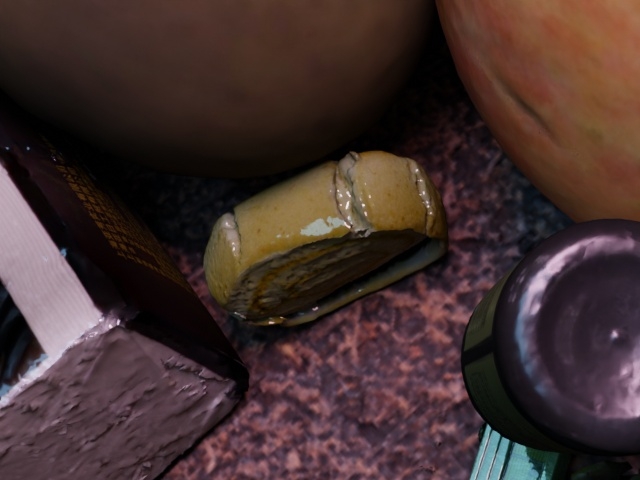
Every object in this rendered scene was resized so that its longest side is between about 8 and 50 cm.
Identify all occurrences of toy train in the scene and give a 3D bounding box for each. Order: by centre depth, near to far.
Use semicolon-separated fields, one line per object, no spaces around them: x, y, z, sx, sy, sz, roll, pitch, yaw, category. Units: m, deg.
0.112;0.143;0.904;0.056;0.038;0.093;15;77;21;toy train

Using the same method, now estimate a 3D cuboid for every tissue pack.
-0.234;-0.003;1.016;0.198;0.210;0.370;-43;59;8;tissue pack

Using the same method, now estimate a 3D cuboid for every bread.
0.000;0.000;0.959;0.156;0.117;0.064;-23;65;15;bread

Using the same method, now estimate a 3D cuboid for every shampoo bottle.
0.123;0.056;0.777;0.101;0.284;0.101;0;83;0;shampoo bottle

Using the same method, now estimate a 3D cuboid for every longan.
-0.058;-0.211;0.946;0.360;0.361;0.361;-8;68;21;longan

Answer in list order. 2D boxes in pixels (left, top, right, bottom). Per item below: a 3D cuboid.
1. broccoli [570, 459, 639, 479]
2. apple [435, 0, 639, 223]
0.259;0.215;0.713;0.334;0.272;0.324;16;38;35;broccoli
0.234;-0.169;0.767;0.391;0.391;0.346;-34;49;9;apple
